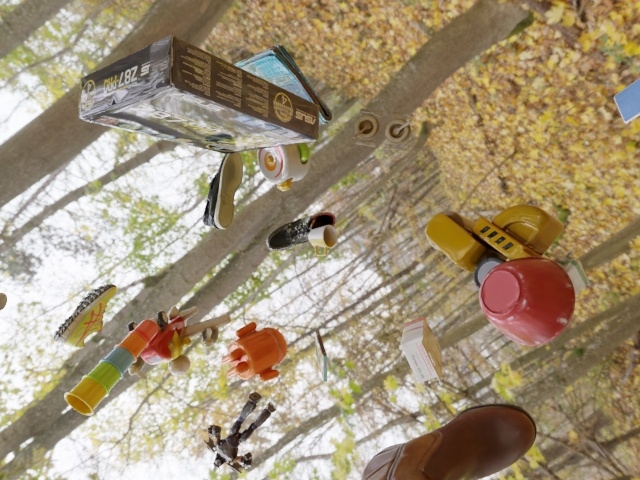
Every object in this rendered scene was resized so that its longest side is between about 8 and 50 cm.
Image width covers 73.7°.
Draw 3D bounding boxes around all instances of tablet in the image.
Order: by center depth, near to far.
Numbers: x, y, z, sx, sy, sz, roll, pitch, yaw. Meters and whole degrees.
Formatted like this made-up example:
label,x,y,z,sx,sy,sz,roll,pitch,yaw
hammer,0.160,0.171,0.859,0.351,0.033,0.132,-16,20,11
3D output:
label,x,y,z,sx,sy,sz,roll,pitch,yaw
tablet,0.438,-0.200,0.567,0.006,0.083,0.054,16,-122,-21

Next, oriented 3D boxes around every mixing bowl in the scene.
label,x,y,z,sx,sy,sz,roll,pitch,yaw
mixing bowl,0.384,0.110,0.843,0.098,0.181,0.181,15,-153,-28

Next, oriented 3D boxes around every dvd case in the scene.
label,x,y,z,sx,sy,sz,roll,pitch,yaw
dvd case,0.002,0.320,1.189,0.119,0.013,0.087,-120,27,-65

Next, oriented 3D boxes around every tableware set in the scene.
label,x,y,z,sx,sy,sz,roll,pitch,yaw
tableware set,0.209,-0.380,1.453,0.039,0.194,0.128,-11,-68,-73

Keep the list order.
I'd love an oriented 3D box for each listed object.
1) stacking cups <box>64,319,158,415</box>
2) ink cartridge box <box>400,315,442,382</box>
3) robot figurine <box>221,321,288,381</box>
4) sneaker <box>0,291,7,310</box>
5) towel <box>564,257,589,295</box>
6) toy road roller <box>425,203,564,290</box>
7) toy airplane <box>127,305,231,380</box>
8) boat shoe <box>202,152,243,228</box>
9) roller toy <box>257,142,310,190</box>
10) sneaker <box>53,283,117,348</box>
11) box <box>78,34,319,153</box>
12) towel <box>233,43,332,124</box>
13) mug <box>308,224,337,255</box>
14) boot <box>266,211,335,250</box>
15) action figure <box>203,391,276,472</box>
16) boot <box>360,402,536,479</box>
label,x,y,z,sx,sy,sz,roll,pitch,yaw
stacking cups,-0.622,0.369,1.302,0.096,0.096,0.316,55,-147,-19
ink cartridge box,0.267,0.291,1.129,0.115,0.067,0.198,64,-163,-1
robot figurine,-0.192,0.345,1.314,0.158,0.128,0.219,29,-150,34
sneaker,-0.849,0.171,1.040,0.158,0.065,0.061,-62,-20,-76
towel,0.502,0.115,0.916,0.113,0.152,0.023,38,-171,-40
toy road roller,0.473,-0.006,1.136,0.202,0.240,0.329,16,-156,-44
toy airplane,-0.604,0.414,1.744,0.384,0.386,0.272,-19,-92,-46
boat shoe,-0.391,-0.204,1.677,0.127,0.113,0.340,32,-121,-60
roller toy,-0.150,-0.320,1.679,0.146,0.209,0.191,-19,-127,-43
sneaker,-0.658,0.219,1.235,0.081,0.208,0.094,8,145,49
box,-0.242,-0.278,0.915,0.395,0.318,0.097,3,-94,-54
towel,-0.160,-0.451,1.340,0.370,0.040,0.271,7,150,47
mug,-0.001,-0.004,1.174,0.062,0.064,0.078,51,-130,-37
boot,-0.064,-0.033,1.404,0.178,0.236,0.085,165,84,-81
action figure,-0.273,0.637,1.398,0.185,0.285,0.099,36,180,-1
boot,0.144,0.297,0.534,0.280,0.264,0.096,20,-128,-66
